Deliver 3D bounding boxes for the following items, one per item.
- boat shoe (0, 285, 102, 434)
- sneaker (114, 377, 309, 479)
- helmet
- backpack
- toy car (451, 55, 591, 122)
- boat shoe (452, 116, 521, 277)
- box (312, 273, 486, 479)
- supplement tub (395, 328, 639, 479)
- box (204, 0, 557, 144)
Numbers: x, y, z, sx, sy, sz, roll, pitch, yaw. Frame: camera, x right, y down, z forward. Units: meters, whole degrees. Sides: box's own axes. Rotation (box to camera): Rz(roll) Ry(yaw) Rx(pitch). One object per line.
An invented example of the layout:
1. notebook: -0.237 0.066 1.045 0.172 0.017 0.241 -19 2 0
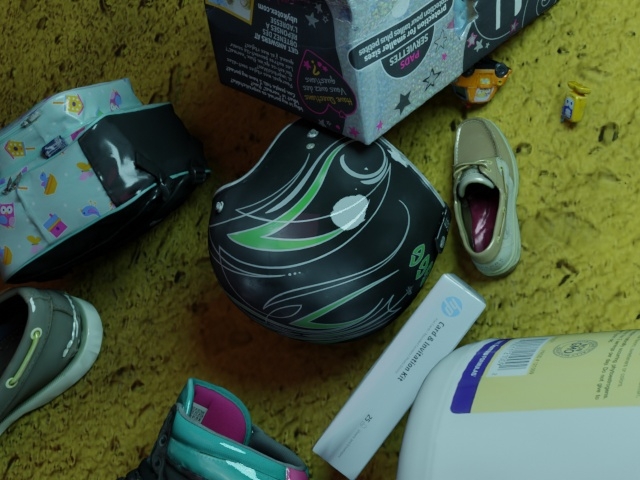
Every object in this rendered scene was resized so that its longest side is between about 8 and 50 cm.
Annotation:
1. boat shoe: -0.334 0.149 1.219 0.305 0.091 0.109 -41 56 11
2. sneaker: -0.127 0.194 1.055 0.295 0.124 0.178 6 79 25
3. helmet: 0.000 0.000 1.036 0.161 0.169 0.169 -46 54 -9
4. backpack: -0.216 -0.049 1.175 0.188 0.166 0.144 -38 90 23
5. toy car: 0.146 -0.114 1.058 0.122 0.060 0.040 28 119 42
6. boat shoe: 0.126 -0.040 1.045 0.050 0.045 0.135 -20 62 23
7. box: 0.061 0.089 0.953 0.038 0.186 0.145 37 92 7
8. supplement tub: 0.235 0.167 0.780 0.331 0.241 0.241 -6 69 29
9. box: 0.052 -0.207 1.032 0.163 0.142 0.247 27 52 35
